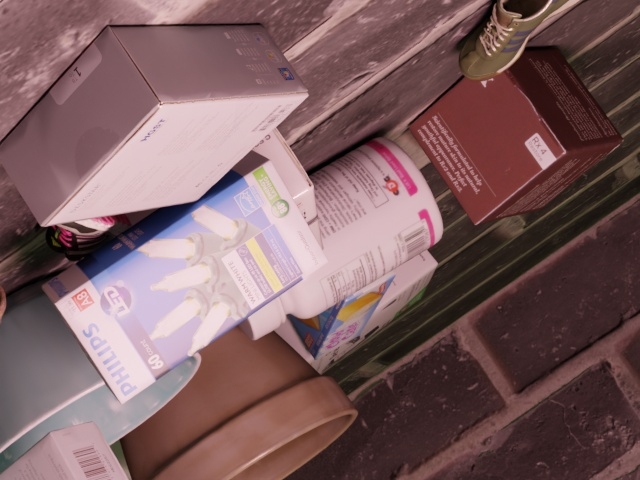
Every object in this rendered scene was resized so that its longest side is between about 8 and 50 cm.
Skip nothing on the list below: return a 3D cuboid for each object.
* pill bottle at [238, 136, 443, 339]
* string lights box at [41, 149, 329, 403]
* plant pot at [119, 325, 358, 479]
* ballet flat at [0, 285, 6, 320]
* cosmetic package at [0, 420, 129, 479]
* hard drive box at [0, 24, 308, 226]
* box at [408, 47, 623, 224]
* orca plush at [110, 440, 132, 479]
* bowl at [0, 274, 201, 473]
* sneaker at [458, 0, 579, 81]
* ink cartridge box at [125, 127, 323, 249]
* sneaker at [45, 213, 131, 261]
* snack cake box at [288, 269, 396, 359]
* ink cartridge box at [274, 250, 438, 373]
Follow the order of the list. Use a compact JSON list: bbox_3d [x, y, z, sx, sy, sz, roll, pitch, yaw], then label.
[{"bbox_3d":[0.000,0.000,2.069,0.283,0.160,0.160,-30,166,-13],"label":"pill bottle"},{"bbox_3d":[-0.137,0.034,1.652,0.259,0.133,0.077,-35,-158,-11],"label":"string lights box"},{"bbox_3d":[-0.156,0.205,2.168,0.323,0.280,0.323,-32,166,-9],"label":"plant pot"},{"bbox_3d":[-0.407,0.073,1.556,0.106,0.107,0.316,-58,166,13],"label":"ballet flat"},{"bbox_3d":[-0.324,0.315,1.819,0.231,0.117,0.085,-39,164,26],"label":"cosmetic package"},{"bbox_3d":[-0.150,-0.109,1.484,0.181,0.089,0.232,-41,165,29],"label":"hard drive box"},{"bbox_3d":[0.264,-0.143,2.164,0.167,0.168,0.203,-41,165,31],"label":"box"},{"bbox_3d":[-0.357,0.319,2.498,0.102,0.151,0.287,2,-176,37],"label":"orca plush"},{"bbox_3d":[-0.312,0.153,1.872,0.311,0.163,0.311,-32,167,-8],"label":"bowl"},{"bbox_3d":[0.221,-0.262,1.889,0.192,0.064,0.086,-40,158,25],"label":"sneaker"},{"bbox_3d":[-0.111,-0.015,1.848,0.198,0.115,0.273,-32,166,-6],"label":"ink cartridge box"},{"bbox_3d":[-0.251,-0.015,1.636,0.075,0.063,0.170,-39,170,7],"label":"sneaker"},{"bbox_3d":[0.009,0.049,2.283,0.089,0.152,0.264,-28,165,-19],"label":"snack cake box"},{"bbox_3d":[0.026,0.105,2.533,0.289,0.121,0.211,-36,169,-14],"label":"ink cartridge box"}]
